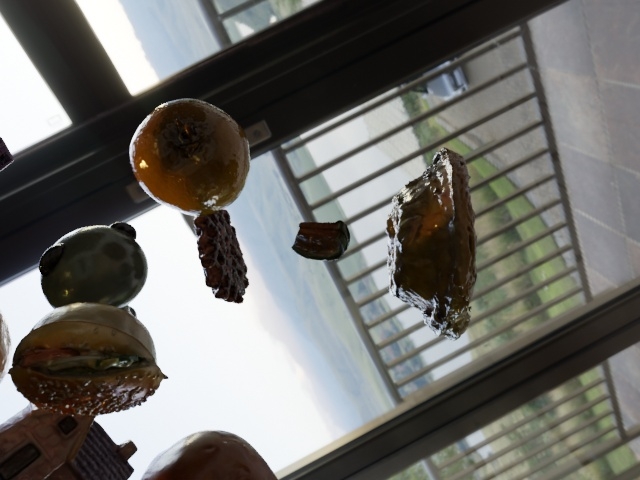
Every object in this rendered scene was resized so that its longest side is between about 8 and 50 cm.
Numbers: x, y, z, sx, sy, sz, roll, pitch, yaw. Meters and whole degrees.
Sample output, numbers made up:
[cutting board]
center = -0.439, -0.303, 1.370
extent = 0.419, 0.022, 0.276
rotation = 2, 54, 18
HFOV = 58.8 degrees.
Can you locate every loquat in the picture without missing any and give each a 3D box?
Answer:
[loquat]
center = -0.224, -0.145, 1.004
extent = 0.208, 0.208, 0.208
rotation = 63, 177, 5

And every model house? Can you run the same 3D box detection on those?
[model house]
center = -0.467, 0.390, 1.024
extent = 0.237, 0.237, 0.202
rotation = 53, 152, -4

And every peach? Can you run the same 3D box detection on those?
[peach]
center = -0.257, 0.597, 1.252
extent = 0.343, 0.302, 0.342
rotation = 29, 137, 31

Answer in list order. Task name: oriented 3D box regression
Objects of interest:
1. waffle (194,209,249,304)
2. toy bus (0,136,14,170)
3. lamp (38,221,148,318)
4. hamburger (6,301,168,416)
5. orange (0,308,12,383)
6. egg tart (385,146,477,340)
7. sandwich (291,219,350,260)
[waffle]
center = -0.209, 0.029, 1.194
extent = 0.234, 0.056, 0.221
rotation = -68, -38, -82
[toy bus]
center = -0.851, -0.183, 1.386
extent = 0.087, 0.178, 0.098
rotation = 22, 144, 25
[lamp]
center = -0.427, 0.090, 1.097
extent = 0.197, 0.198, 0.243
rotation = -122, 28, -59
[hamburger]
center = -0.360, 0.196, 0.880
extent = 0.236, 0.237, 0.147
rotation = 66, -166, -48
[orange]
center = -0.755, 0.210, 1.075
extent = 0.312, 0.312, 0.312
rotation = 63, 177, 5
[egg tart]
center = 0.195, 0.008, 1.029
extent = 0.352, 0.150, 0.351
rotation = -2, -90, -86
[sandwich]
center = -0.001, 0.002, 0.797
extent = 0.069, 0.101, 0.026
rotation = 58, -137, -41
